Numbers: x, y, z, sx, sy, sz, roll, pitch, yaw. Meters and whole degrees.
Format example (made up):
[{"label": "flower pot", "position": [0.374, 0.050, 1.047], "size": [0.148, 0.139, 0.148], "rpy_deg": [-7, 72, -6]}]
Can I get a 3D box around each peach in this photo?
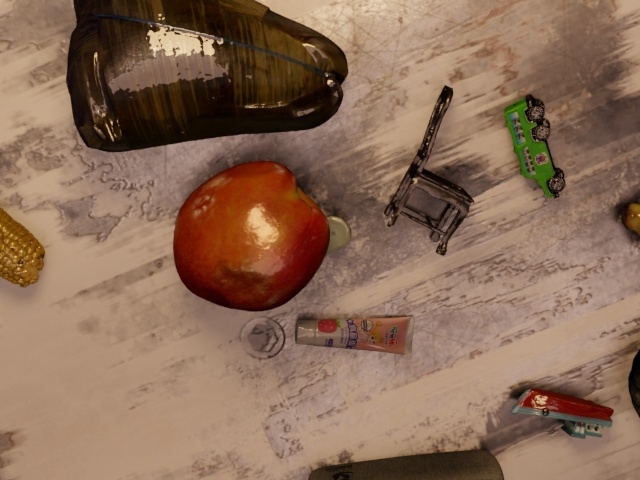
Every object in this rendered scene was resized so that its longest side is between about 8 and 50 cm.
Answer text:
[{"label": "peach", "position": [-0.103, 0.004, 1.355], "size": [0.243, 0.243, 0.199], "rpy_deg": [-40, 143, 7]}]

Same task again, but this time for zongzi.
[{"label": "zongzi", "position": [-0.168, -0.355, 1.298], "size": [0.404, 0.208, 0.431], "rpy_deg": [-6, 91, -6]}]

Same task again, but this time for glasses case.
[{"label": "glasses case", "position": [0.141, 0.412, 1.502], "size": [0.323, 0.131, 0.074], "rpy_deg": [-7, 100, 0]}]

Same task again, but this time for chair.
[{"label": "chair", "position": [0.189, -0.109, 1.393], "size": [0.113, 0.106, 0.229], "rpy_deg": [26, 102, -6]}]

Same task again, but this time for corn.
[{"label": "corn", "position": [-0.548, -0.038, 1.398], "size": [0.293, 0.106, 0.106], "rpy_deg": [36, 100, -11]}]

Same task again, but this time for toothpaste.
[{"label": "toothpaste", "position": [0.057, 0.154, 1.489], "size": [0.195, 0.043, 0.067], "rpy_deg": [2, 100, -8]}]

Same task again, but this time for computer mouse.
[{"label": "computer mouse", "position": [0.000, 0.000, 1.453], "size": [0.110, 0.032, 0.056], "rpy_deg": [-34, 101, 17]}]

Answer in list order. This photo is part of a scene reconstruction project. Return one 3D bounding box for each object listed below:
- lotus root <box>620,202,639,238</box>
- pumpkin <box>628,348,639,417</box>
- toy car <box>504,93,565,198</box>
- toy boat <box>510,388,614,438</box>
[{"label": "lotus root", "position": [0.579, -0.018, 1.420], "size": [0.214, 0.138, 0.138], "rpy_deg": [6, 103, 8]}, {"label": "pumpkin", "position": [0.610, 0.230, 1.456], "size": [0.221, 0.162, 0.220], "rpy_deg": [2, 113, 4]}, {"label": "toy car", "position": [0.333, -0.142, 1.410], "size": [0.063, 0.071, 0.165], "rpy_deg": [-16, 104, 18]}, {"label": "toy boat", "position": [0.401, 0.289, 1.511], "size": [0.173, 0.069, 0.058], "rpy_deg": [14, 94, -9]}]
